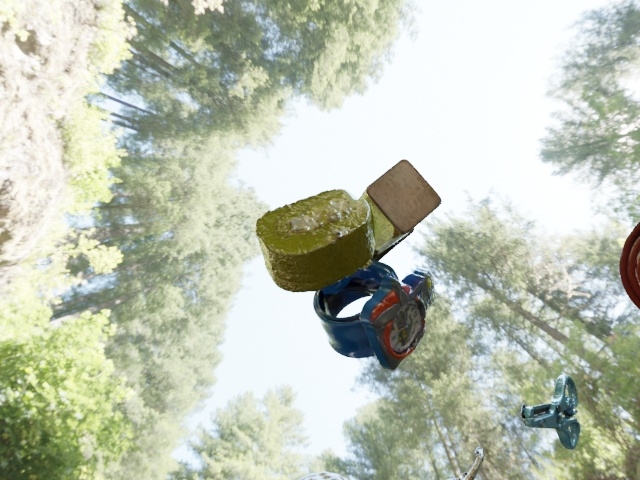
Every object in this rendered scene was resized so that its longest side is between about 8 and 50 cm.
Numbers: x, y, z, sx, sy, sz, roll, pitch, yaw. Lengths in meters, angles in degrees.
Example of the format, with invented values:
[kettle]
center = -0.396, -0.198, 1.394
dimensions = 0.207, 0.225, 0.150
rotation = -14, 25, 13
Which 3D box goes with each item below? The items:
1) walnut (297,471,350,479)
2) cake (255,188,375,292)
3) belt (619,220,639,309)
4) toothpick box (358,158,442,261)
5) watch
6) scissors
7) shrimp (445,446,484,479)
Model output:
[walnut]
center = -0.011, 0.815, 1.223
dimensions = 0.305, 0.344, 0.307
rotation = 7, -111, -20
[cake]
center = 0.000, 0.000, 0.946
dimensions = 0.260, 0.179, 0.156
rotation = -22, -45, -12
[belt]
center = 0.593, 0.018, 0.573
dimensions = 0.115, 0.323, 0.228
rotation = 0, -112, -35
[toothpick box]
center = 0.181, -0.075, 1.188
dimensions = 0.190, 0.308, 0.188
rotation = -37, -95, -13
[watch]
center = 0.140, 0.151, 1.136
dimensions = 0.274, 0.305, 0.242
rotation = 9, -48, 41
[scissors]
center = 0.555, 0.406, 1.026
dimensions = 0.032, 0.392, 0.180
rotation = -11, -112, 41
[shrimp]
center = 0.413, 0.655, 1.237
dimensions = 0.035, 0.195, 0.148
rotation = 34, -114, 15
